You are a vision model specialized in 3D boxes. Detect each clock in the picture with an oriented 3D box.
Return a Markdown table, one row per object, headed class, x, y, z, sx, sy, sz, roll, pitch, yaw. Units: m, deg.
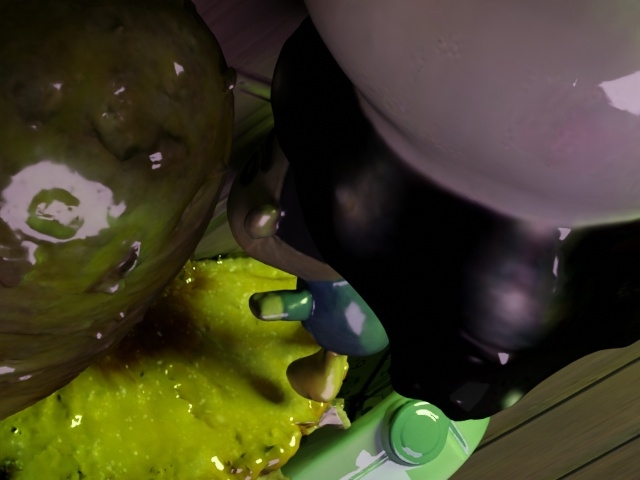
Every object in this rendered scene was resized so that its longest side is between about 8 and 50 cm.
| class | x | y | z | sx | sy | sz | roll | pitch | yaw |
| --- | --- | --- | --- | --- | --- | --- | --- | --- | --- |
| clock | 0.031 | 0.099 | 1.027 | 0.211 | 0.159 | 0.066 | -30 | 110 | 13 |

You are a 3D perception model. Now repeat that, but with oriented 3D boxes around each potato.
| class | x | y | z | sx | sy | sz | roll | pitch | yaw |
| --- | --- | --- | --- | --- | --- | --- | --- | --- | --- |
| potato | -0.142 | -0.011 | 0.705 | 0.176 | 0.141 | 0.298 | 16 | 146 | -32 |

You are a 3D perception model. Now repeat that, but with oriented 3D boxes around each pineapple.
| class | x | y | z | sx | sy | sz | roll | pitch | yaw |
| --- | --- | --- | --- | --- | --- | --- | --- | --- | --- |
| pineapple | -0.126 | 0.114 | 0.938 | 0.335 | 0.161 | 0.158 | -7 | 154 | -31 |

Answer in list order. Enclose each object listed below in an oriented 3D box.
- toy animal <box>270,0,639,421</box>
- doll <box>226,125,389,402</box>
| class | x | y | z | sx | sy | sz | roll | pitch | yaw |
| --- | --- | --- | --- | --- | --- | --- | --- | --- | --- |
| toy animal | 0.087 | -0.083 | 0.658 | 0.213 | 0.212 | 0.266 | -11 | 150 | -17 |
| doll | 0.000 | 0.000 | 0.870 | 0.102 | 0.089 | 0.179 | -48 | 154 | -40 |
